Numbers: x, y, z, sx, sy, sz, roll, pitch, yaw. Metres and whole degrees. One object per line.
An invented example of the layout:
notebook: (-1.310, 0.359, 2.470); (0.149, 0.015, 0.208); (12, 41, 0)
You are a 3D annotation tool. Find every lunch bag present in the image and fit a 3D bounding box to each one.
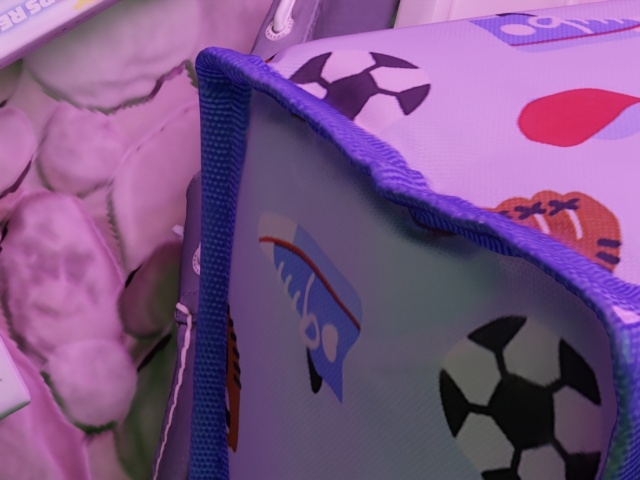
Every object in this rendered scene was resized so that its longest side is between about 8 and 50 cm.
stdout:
lunch bag: (0.129, 0.117, 0.566); (0.327, 0.239, 0.385); (-12, 119, -26)

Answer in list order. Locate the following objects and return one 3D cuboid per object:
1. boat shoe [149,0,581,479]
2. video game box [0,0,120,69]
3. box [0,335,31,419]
boat shoe: (0.000, 0.000, 0.655); (0.116, 0.099, 0.319); (17, 96, -48)
video game box: (-0.145, -0.158, 0.639); (0.205, 0.048, 0.187); (-32, 93, -12)
box: (-0.170, 0.036, 0.602); (0.101, 0.087, 0.102); (-27, 94, -13)
